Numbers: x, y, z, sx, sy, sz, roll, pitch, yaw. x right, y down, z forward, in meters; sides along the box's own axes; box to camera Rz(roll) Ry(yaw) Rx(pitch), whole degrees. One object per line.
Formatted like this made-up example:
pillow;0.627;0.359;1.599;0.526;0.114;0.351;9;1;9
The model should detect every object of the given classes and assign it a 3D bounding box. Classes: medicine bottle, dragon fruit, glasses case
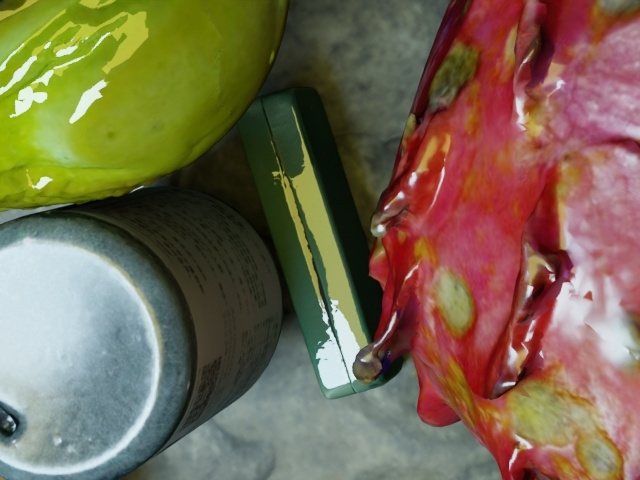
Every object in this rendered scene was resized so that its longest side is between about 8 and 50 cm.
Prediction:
medicine bottle;-0.102;0.043;1.096;0.141;0.293;0.141;1;95;13
dragon fruit;0.160;-0.045;1.011;0.249;0.371;0.386;28;132;15
glasses case;0.000;0.000;1.181;0.039;0.078;0.184;-17;91;13

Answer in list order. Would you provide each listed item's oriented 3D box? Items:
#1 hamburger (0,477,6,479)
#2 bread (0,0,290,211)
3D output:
hamburger;-0.269;0.179;1.210;0.259;0.144;0.283;43;105;5
bread;-0.158;-0.140;1.036;0.251;0.376;0.208;-5;108;-15
